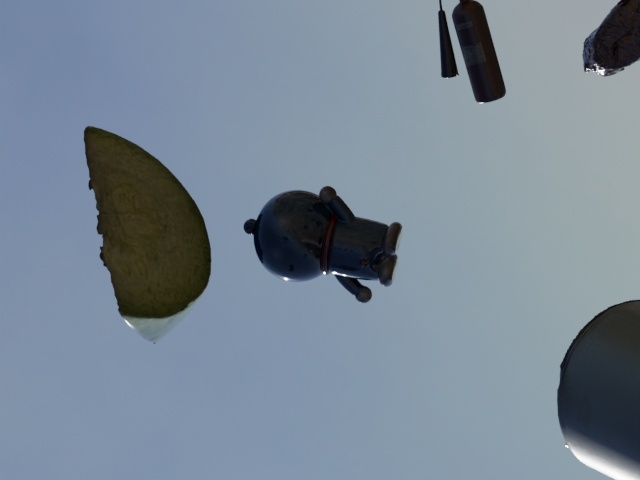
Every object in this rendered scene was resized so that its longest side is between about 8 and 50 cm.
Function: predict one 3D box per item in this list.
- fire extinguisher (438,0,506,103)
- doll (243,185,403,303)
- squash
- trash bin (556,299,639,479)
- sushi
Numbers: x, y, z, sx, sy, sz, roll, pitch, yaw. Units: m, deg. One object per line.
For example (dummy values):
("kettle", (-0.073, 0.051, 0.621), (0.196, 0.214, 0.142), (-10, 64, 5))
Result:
("fire extinguisher", (0.105, -0.150, 1.253), (0.046, 0.032, 0.100), (3, 113, 61))
("doll", (0.000, 0.000, 1.601), (0.152, 0.114, 0.085), (9, -156, 10))
("squash", (-0.198, 0.026, 1.809), (0.204, 0.155, 0.237), (16, -130, -40))
("trash bin", (0.434, 0.203, 1.940), (0.262, 0.217, 0.277), (24, 137, 56))
("sushi", (0.264, -0.180, 1.405), (0.061, 0.118, 0.060), (62, -164, -8))
